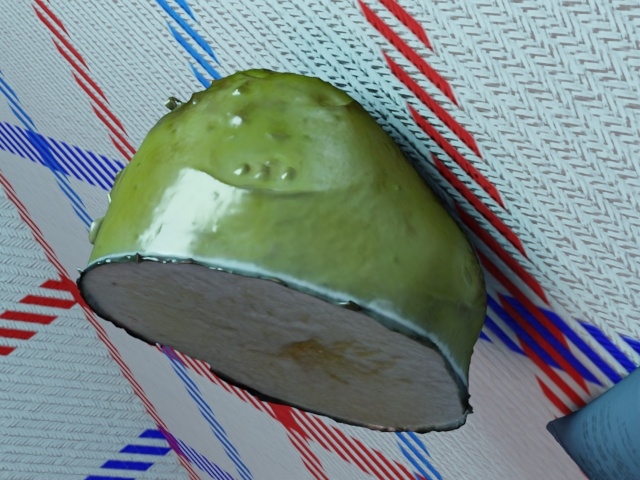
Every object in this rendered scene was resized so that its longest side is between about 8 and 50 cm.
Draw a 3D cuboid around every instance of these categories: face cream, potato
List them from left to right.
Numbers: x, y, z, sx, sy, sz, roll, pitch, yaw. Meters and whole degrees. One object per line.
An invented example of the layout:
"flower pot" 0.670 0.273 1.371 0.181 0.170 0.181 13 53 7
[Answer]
"potato" 0.000 0.000 1.007 0.300 0.196 0.246 29 155 -23
"face cream" 0.219 0.124 0.869 0.135 0.086 0.385 50 166 15
